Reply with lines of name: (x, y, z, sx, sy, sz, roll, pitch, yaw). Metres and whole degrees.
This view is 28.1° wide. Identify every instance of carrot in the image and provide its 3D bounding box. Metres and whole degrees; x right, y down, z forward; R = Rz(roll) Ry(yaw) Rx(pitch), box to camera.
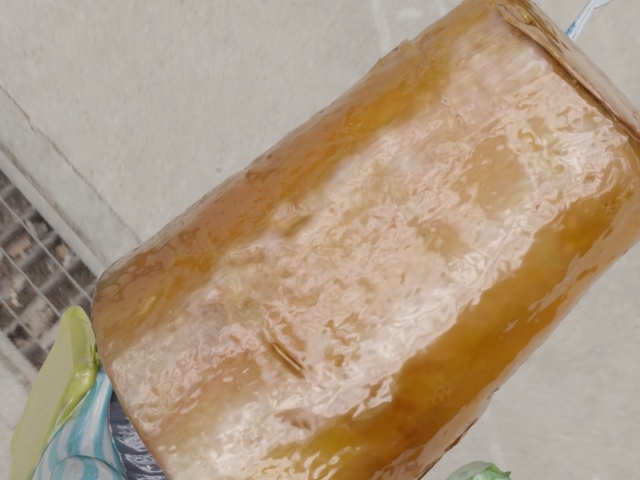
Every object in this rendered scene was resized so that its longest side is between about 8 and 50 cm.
carrot: (0.044, 0.012, 0.613, 0.254, 0.196, 0.196, -41, 91, 15)

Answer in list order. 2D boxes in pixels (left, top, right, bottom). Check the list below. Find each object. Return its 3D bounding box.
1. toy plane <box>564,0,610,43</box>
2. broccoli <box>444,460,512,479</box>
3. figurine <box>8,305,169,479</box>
toy plane: (0.301, -0.221, 1.644, 0.107, 0.182, 0.273, 41, 85, 25)
broccoli: (0.202, 0.382, 1.381, 0.308, 0.308, 0.275, -27, 85, -10)
figurine: (-0.187, 0.299, 1.617, 0.377, 0.266, 0.361, 18, 38, -21)
